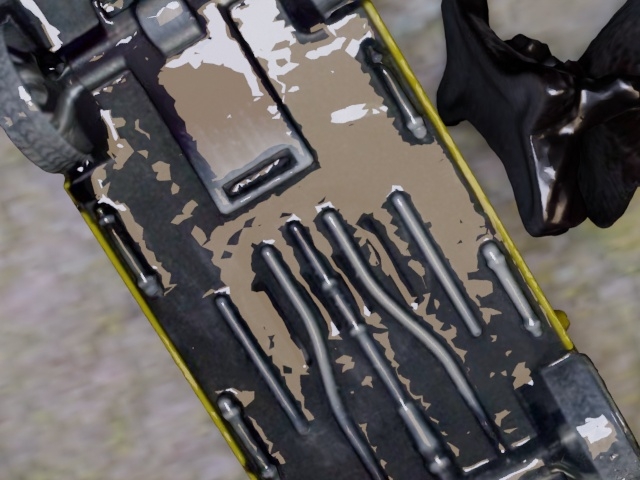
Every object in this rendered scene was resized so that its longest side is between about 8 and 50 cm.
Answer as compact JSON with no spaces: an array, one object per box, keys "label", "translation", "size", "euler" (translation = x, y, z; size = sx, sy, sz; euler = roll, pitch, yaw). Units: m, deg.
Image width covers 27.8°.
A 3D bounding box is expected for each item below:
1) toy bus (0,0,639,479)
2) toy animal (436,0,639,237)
[{"label":"toy bus","translation":[0.000,0.000,0.532],"size":[0.144,0.152,0.330],"euler":[-30,100,7]},{"label":"toy animal","translation":[0.165,-0.070,0.563],"size":[0.210,0.121,0.117],"euler":[-18,119,-7]}]
